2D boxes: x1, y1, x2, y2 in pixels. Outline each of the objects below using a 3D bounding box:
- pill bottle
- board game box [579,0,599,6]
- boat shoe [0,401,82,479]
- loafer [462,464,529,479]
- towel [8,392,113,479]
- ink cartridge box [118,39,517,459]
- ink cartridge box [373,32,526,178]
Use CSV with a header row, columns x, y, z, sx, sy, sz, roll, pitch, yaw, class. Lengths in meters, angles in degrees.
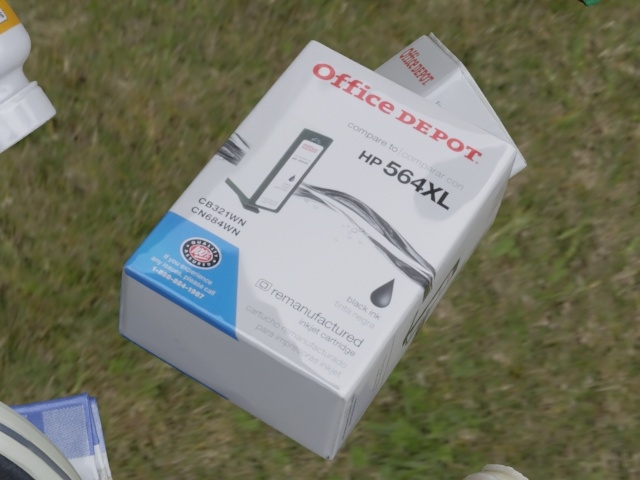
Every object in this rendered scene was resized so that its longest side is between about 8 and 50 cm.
x,y,z,sx,sy,sz,roll,pitch,yaw,class
-0.342,-0.186,1.475,0.136,0.136,0.245,-36,101,-16,pill bottle
0.000,-0.246,0.585,0.046,0.213,0.317,-35,60,11,board game box
-0.267,0.282,1.231,0.187,0.500,0.156,15,46,8,boat shoe
0.236,0.305,1.684,0.268,0.102,0.092,48,52,-24,loafer
-0.293,0.301,1.625,0.209,0.034,0.285,-10,89,-8,towel
0.000,0.000,0.977,0.148,0.086,0.203,29,59,12,ink cartridge box
0.036,-0.057,1.558,0.273,0.197,0.114,-36,106,5,ink cartridge box
